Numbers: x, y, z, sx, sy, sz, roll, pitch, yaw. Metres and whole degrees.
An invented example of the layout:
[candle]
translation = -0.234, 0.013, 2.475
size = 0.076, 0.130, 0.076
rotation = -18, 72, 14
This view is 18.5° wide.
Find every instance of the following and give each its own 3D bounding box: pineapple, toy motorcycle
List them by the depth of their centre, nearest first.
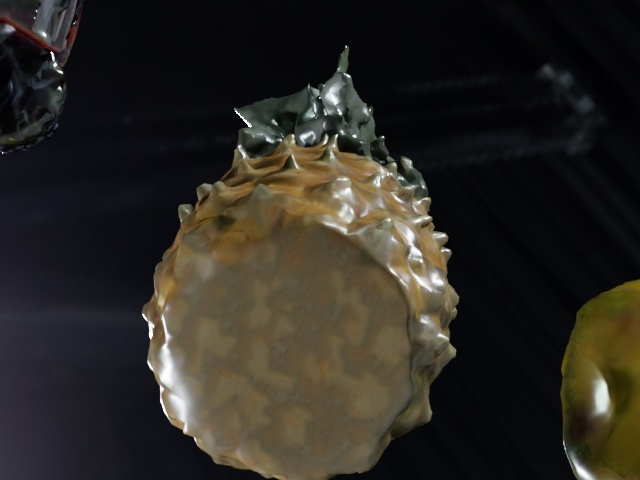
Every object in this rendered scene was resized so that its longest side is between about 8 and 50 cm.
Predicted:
[pineapple]
translation = 0.000, 0.000, 1.074
size = 0.169, 0.169, 0.340
rotation = -43, 10, 16
[toy motorcycle]
translation = -0.236, -0.273, 1.453
size = 0.134, 0.207, 0.401
rotation = 131, 157, -79

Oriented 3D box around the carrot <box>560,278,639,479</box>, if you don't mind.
[carrot]
translation = 0.268, 0.101, 0.698
size = 0.341, 0.241, 0.241
rotation = -6, -24, 11
